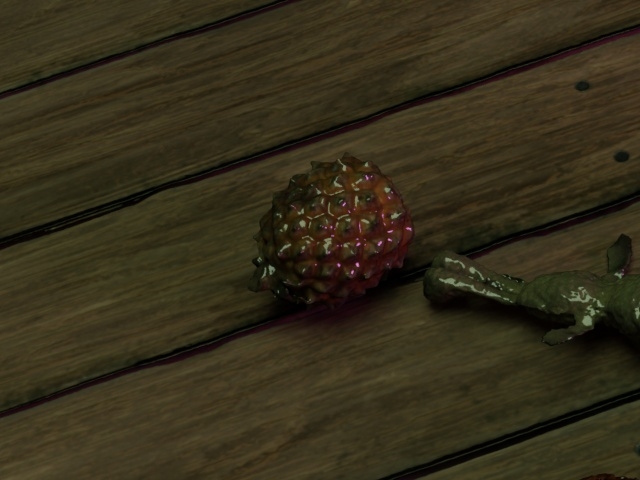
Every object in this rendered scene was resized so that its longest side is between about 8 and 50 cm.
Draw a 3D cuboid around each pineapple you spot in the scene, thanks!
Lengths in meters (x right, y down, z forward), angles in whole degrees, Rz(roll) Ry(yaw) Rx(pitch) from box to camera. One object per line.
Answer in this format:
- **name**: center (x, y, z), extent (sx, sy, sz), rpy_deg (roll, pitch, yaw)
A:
- **pineapple**: center (0.000, 0.000, 1.927), extent (0.193, 0.166, 0.166), rpy_deg (-34, 51, -15)

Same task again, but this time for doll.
- **doll**: center (0.253, 0.064, 1.854), extent (0.286, 0.091, 0.202), rpy_deg (0, 17, 0)

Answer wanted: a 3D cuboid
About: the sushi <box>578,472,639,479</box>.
- **sushi**: center (0.198, 0.355, 1.563), extent (0.196, 0.182, 0.343), rpy_deg (23, 56, 37)
